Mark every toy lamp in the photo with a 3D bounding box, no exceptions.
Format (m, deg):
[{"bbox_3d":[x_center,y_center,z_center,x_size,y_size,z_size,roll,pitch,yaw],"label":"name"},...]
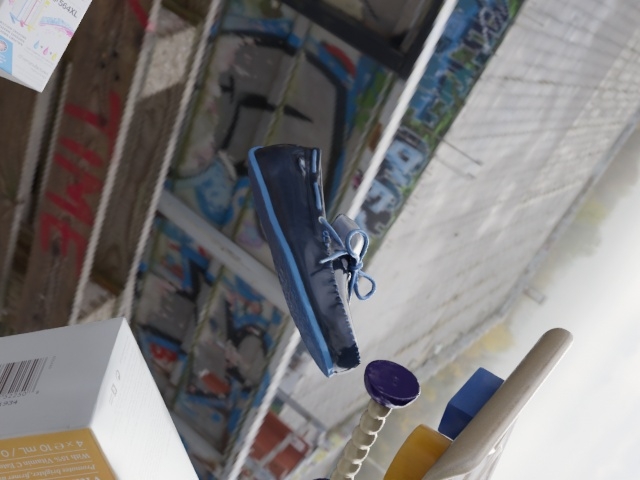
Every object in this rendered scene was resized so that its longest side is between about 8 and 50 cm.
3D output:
[{"bbox_3d":[0.036,0.274,1.109,0.080,0.080,0.274,-27,143,-55],"label":"toy lamp"}]

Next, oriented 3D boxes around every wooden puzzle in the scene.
[{"bbox_3d":[0.138,0.275,1.019,0.322,0.081,0.347,-31,148,-51],"label":"wooden puzzle"}]

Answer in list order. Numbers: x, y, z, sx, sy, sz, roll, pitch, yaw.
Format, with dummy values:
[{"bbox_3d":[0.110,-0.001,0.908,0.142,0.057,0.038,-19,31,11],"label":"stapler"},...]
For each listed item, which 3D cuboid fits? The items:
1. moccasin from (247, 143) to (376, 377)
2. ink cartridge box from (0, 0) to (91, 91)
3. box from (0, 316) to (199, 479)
[{"bbox_3d":[0.000,0.000,1.099,0.117,0.342,0.137,-13,150,-10],"label":"moccasin"},{"bbox_3d":[-0.319,-0.248,0.947,0.092,0.090,0.143,33,83,-53],"label":"ink cartridge box"},{"bbox_3d":[-0.276,0.281,1.002,0.168,0.215,0.345,-88,165,-55],"label":"box"}]
